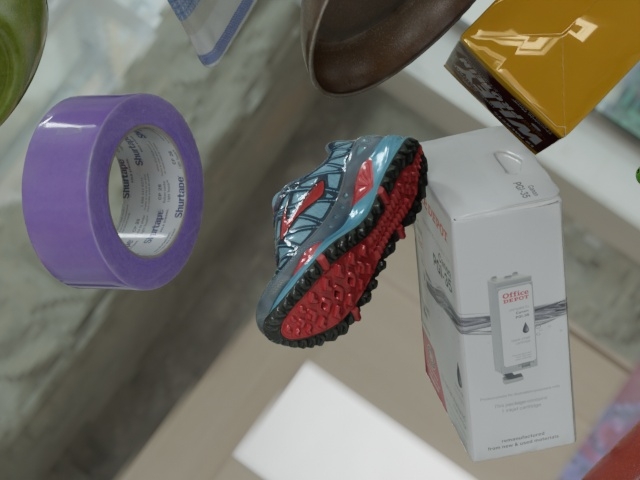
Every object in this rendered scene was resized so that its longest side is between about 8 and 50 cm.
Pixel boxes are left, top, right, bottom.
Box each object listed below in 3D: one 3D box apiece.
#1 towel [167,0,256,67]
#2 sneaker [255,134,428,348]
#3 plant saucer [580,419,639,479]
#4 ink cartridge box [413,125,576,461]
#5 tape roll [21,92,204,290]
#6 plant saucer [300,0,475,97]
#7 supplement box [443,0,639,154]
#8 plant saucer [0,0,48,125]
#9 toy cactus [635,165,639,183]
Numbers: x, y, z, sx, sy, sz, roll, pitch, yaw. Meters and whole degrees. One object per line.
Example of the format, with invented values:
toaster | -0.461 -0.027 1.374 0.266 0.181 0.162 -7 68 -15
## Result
towel | -0.157 -0.368 2.197 0.285 0.034 0.209 59 -142 -34
sneaker | 0.000 0.000 1.808 0.262 0.125 0.104 -53 -41 -33
plant saucer | 0.440 0.178 2.108 0.258 0.047 0.259 -51 -18 30
ink cartridge box | 0.174 0.051 1.920 0.207 0.117 0.283 -114 15 -63
tape roll | -0.196 -0.047 1.788 0.189 0.080 0.189 -4 -86 -60
plant saucer | 0.085 -0.251 1.516 0.310 0.050 0.310 -44 -18 -18
supplement box | 0.230 -0.196 1.718 0.191 0.129 0.194 -46 -1 -2
plant saucer | -0.275 -0.096 1.141 0.241 0.037 0.241 -21 -30 -12
toy cactus | 0.515 -0.085 2.336 0.112 0.219 0.180 27 -100 -62
